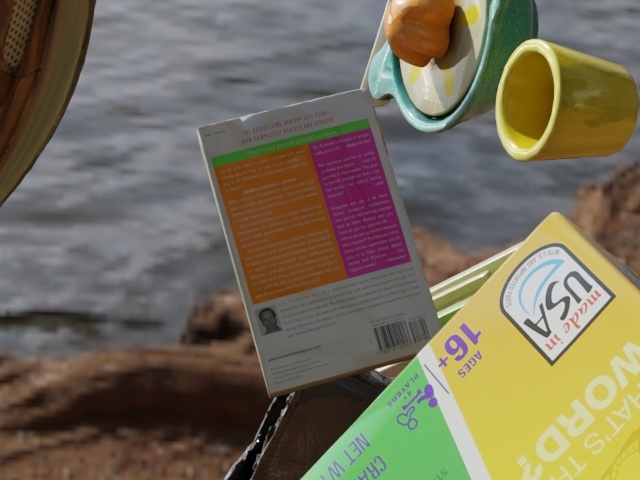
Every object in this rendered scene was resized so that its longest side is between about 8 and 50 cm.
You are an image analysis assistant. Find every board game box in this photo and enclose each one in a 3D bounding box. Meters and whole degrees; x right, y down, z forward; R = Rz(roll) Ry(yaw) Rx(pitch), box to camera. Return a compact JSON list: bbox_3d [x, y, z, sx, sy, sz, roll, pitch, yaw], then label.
[{"bbox_3d":[0.094,0.169,0.610,0.064,0.242,0.316,36,9,-42],"label":"board game box"}]

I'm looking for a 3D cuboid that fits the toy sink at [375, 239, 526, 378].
[{"bbox_3d":[0.142,0.096,1.569,0.153,0.131,0.234,-27,8,28],"label":"toy sink"}]

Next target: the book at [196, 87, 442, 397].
[{"bbox_3d":[0.000,0.000,0.979,0.096,0.144,0.035,-15,-11,-4],"label":"book"}]

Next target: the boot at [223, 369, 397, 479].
[{"bbox_3d":[0.042,0.186,1.081,0.229,0.263,0.091,16,16,-11],"label":"boot"}]

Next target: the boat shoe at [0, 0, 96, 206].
[{"bbox_3d":[-0.130,-0.123,0.591,0.122,0.324,0.120,36,20,23],"label":"boat shoe"}]

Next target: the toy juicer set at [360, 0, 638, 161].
[{"bbox_3d":[0.087,-0.169,1.159,0.089,0.209,0.329,5,8,-25],"label":"toy juicer set"}]
